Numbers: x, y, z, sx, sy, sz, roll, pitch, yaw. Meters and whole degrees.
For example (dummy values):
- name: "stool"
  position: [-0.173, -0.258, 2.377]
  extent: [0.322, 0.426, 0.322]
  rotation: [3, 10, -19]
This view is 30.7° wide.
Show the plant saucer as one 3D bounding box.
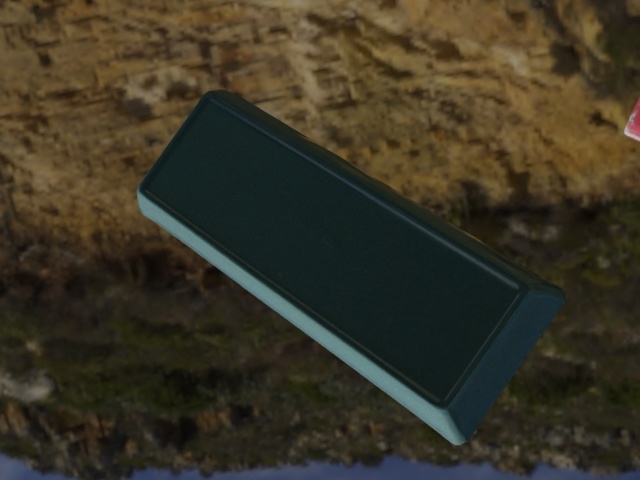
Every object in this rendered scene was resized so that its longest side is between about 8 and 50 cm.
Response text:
- name: "plant saucer"
  position: [0.000, 0.000, 0.456]
  extent: [0.192, 0.018, 0.067]
  rotation: [34, -93, 34]

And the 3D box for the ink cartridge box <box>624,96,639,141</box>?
- name: "ink cartridge box"
  position: [0.421, -0.086, 0.655]
  extent: [0.385, 0.279, 0.160]
  rotation: [35, -166, 29]
